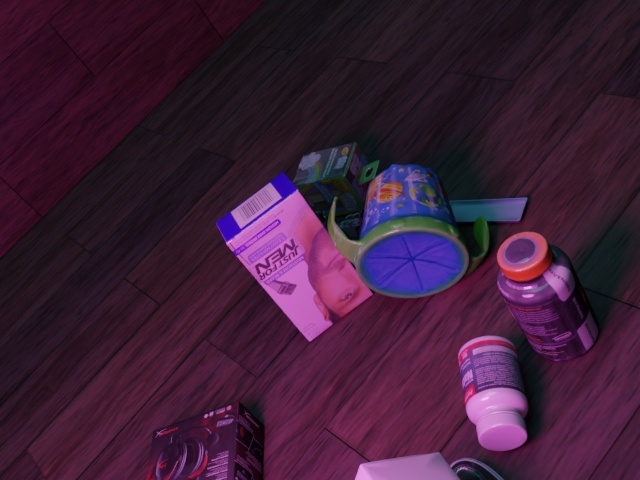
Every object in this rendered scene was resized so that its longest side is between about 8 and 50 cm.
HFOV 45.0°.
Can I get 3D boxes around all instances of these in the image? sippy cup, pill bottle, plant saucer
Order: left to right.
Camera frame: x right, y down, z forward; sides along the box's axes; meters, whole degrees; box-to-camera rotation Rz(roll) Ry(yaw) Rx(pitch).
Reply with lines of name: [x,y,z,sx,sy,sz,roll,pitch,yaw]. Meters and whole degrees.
sippy cup: [0.185,-0.033,1.630,0.240,0.305,0.224,-32,41,31]
plant saucer: [0.365,-0.063,1.720,0.192,0.018,0.067,-1,49,39]
pill bottle: [0.302,0.266,1.343,0.108,0.108,0.180,-22,39,19]
pill bottle: [0.389,0.093,1.343,0.130,0.245,0.130,-22,40,19]

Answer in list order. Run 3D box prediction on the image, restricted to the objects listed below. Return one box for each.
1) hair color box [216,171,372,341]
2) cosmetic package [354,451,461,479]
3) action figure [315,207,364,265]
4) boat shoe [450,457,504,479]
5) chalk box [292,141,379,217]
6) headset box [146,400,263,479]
hair color box: [-0.051,0.041,1.671,0.185,0.339,0.110,-37,36,0]
cosmetic package: [0.175,0.504,1.058,0.385,0.156,0.217,46,129,49]
action figure: [0.000,0.000,1.881,0.285,0.099,0.185,-5,52,39]
boat shoe: [0.261,0.449,1.183,0.113,0.105,0.306,-29,38,10]
chalk box: [0.057,-0.154,1.969,0.213,0.132,0.132,-8,44,31]
headset box: [-0.231,0.493,1.525,0.218,0.110,0.293,-22,39,18]
